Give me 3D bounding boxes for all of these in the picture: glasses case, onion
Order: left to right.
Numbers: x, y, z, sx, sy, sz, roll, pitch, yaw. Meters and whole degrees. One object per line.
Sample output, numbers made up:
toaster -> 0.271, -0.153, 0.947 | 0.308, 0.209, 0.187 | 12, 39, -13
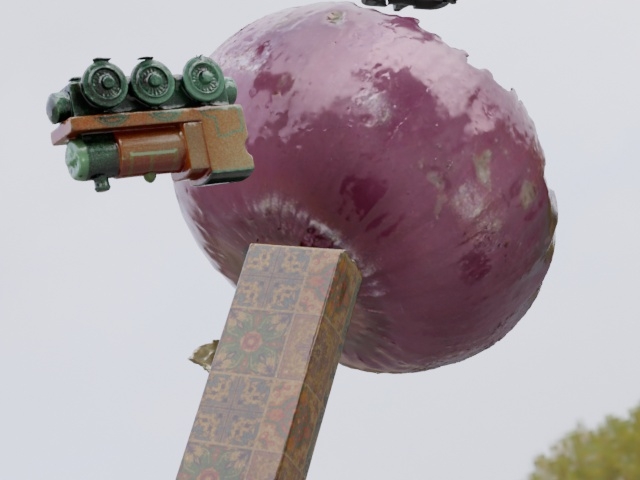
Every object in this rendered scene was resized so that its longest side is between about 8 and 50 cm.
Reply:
glasses case -> -0.035, 0.108, 1.032 | 0.075, 0.218, 0.049 | 3, -30, 24
onion -> 0.017, -0.023, 1.366 | 0.345, 0.358, 0.358 | -43, -23, -2

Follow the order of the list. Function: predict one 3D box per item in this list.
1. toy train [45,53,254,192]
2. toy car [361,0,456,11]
toy train -> -0.086, -0.057, 0.776 | 0.103, 0.064, 0.044 | -7, -7, -30
toy car -> 0.106, -0.292, 1.487 | 0.097, 0.100, 0.191 | 0, -15, -23
